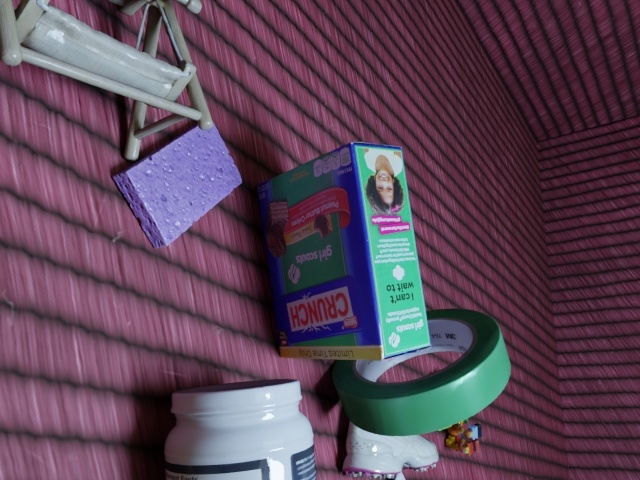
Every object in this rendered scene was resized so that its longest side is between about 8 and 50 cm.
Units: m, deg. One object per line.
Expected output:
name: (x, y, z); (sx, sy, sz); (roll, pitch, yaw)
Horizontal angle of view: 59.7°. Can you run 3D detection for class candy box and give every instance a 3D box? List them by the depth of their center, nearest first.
candy box: (0.027, 0.031, 0.915); (0.122, 0.268, 0.317); (-5, 84, -38)

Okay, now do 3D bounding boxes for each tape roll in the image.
tape roll: (0.184, 0.234, 1.043); (0.321, 0.321, 0.077); (-38, 113, -54)

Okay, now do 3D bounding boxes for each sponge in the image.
sponge: (-0.203, -0.092, 0.835); (0.117, 0.031, 0.210); (64, 35, -21)

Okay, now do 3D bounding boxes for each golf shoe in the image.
golf shoe: (0.154, 0.404, 1.142); (0.306, 0.115, 0.140); (23, 58, -52)

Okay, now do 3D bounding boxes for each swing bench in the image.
swing bench: (-0.278, -0.258, 0.655); (0.253, 0.165, 0.254); (9, 72, -54)

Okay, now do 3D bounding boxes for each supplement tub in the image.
supplement tub: (-0.099, 0.324, 0.712); (0.191, 0.191, 0.272); (10, 72, -55)

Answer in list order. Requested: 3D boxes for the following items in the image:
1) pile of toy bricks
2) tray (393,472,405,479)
pile of toy bricks: (0.324, 0.445, 1.403); (0.105, 0.118, 0.212); (-8, 97, -25)
tray: (0.184, 0.637, 1.182); (0.270, 0.030, 0.145); (64, 35, -20)
